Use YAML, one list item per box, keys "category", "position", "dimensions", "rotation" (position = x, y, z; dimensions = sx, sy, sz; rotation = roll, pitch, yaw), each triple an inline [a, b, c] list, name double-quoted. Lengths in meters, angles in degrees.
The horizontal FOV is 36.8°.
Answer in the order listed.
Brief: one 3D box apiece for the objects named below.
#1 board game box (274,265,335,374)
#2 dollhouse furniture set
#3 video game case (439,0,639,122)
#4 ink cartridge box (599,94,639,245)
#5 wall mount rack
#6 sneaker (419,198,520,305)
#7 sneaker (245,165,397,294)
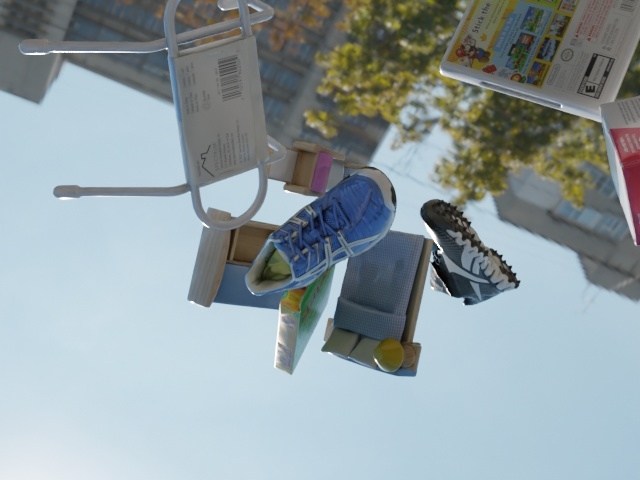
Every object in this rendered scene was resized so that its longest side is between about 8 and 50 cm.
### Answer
- category: "board game box"
  position: [-0.017, 0.076, 1.238]
  dimensions: [0.039, 0.259, 0.124]
  rotation: [25, -115, 5]
- category: "dollhouse furniture set"
  position: [0.008, 0.013, 1.311]
  dimensions: [0.198, 0.286, 0.303]
  rotation: [10, -176, -45]
- category: "video game case"
  position: [0.282, -0.267, 1.165]
  dimensions: [0.206, 0.227, 0.026]
  rotation: [20, 162, 18]
- category: "ink cartridge box"
  position: [0.422, -0.096, 0.982]
  dimensions: [0.237, 0.100, 0.172]
  rotation: [-12, -155, 14]
- category: "wall mount rack"
  position: [-0.195, -0.170, 1.224]
  dimensions: [0.304, 0.350, 0.130]
  rotation: [-21, -145, -25]
- category: "sneaker"
  position: [0.191, 0.030, 1.374]
  dimensions: [0.234, 0.106, 0.078]
  rotation: [40, -158, -43]
- category: "sneaker"
  position: [0.000, 0.000, 1.033]
  dimensions: [0.080, 0.211, 0.081]
  rotation: [52, -145, 8]
